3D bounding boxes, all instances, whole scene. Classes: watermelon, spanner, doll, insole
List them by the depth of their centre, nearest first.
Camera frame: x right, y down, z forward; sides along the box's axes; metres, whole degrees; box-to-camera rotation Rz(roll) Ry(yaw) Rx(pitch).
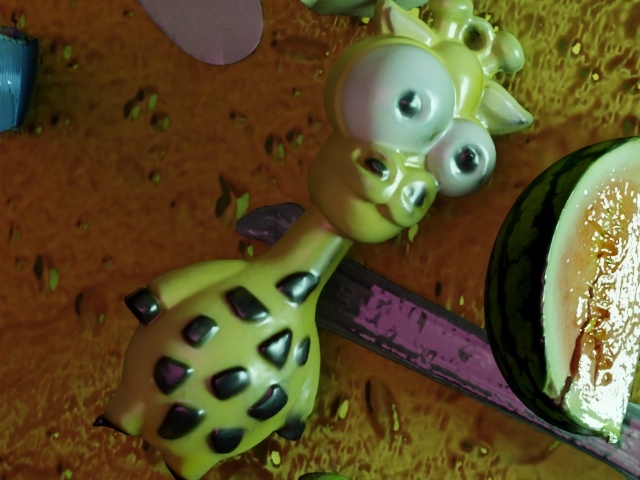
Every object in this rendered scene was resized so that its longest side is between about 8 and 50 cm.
[{"bbox_3d":[0.122,0.012,0.975,0.087,0.069,0.163,9,79,16],"label":"watermelon"},{"bbox_3d":[0.000,0.000,0.999,0.117,0.086,0.291,40,89,-22],"label":"doll"},{"bbox_3d":[0.080,0.062,1.019,0.302,0.017,0.071,25,88,17],"label":"spanner"},{"bbox_3d":[-0.094,-0.181,1.094,0.065,0.004,0.197,-35,77,11],"label":"insole"}]

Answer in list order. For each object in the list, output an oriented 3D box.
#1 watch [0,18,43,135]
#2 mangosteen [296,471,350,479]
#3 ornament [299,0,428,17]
[{"bbox_3d":[-0.216,-0.095,0.979,0.276,0.274,0.068,13,92,21],"label":"watch"},{"bbox_3d":[-0.024,0.201,0.972,0.180,0.166,0.166,-36,76,-11],"label":"mangosteen"},{"bbox_3d":[0.090,-0.164,0.972,0.180,0.201,0.059,-2,82,-28],"label":"ornament"}]
